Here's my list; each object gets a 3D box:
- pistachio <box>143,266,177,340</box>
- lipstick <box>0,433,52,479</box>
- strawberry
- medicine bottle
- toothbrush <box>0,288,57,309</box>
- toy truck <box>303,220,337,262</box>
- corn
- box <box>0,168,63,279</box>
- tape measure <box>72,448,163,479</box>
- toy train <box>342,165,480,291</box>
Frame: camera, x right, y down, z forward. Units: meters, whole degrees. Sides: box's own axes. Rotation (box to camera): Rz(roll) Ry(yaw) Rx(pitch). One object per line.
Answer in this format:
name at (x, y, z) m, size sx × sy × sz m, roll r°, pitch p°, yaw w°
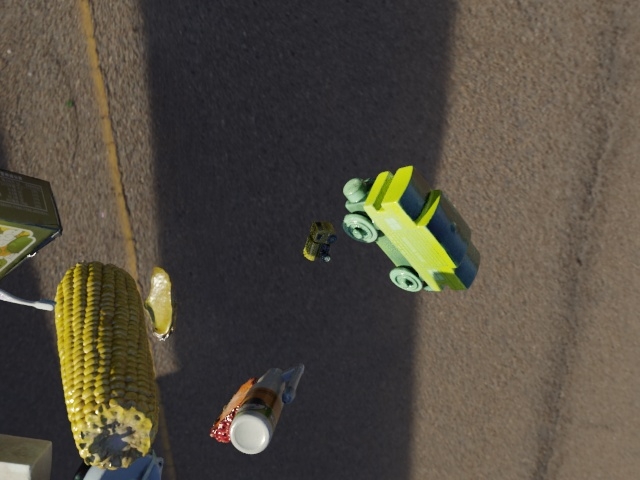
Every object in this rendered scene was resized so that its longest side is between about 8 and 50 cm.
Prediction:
pistachio at (-0.370, 0.149, 1.517) m, size 0.089 × 0.049 × 0.173 m, roll -7°, pitch 82°, yaw 25°
lipstick at (-0.581, 0.311, 0.919) m, size 0.371 × 0.076 × 0.080 m, roll 8°, pitch 101°, yaw -1°
strawberry at (-0.185, 0.450, 1.675) m, size 0.111 × 0.236 × 0.190 m, roll 40°, pitch 59°, yaw -1°
medicine bottle at (-0.075, 0.245, 1.006) m, size 0.092 × 0.221 × 0.061 m, roll -27°, pitch 96°, yaw 9°
toothbrush at (-0.321, 0.050, 0.625) m, size 0.131 × 0.013 × 0.011 m, roll 13°, pitch 109°, yaw -5°
toy truck at (0.000, 0.000, 1.357) m, size 0.054 × 0.049 × 0.083 m, roll 4°, pitch 124°, yaw -21°
corn at (-0.332, 0.168, 1.004) m, size 0.144 × 0.387 × 0.144 m, roll -14°, pitch 128°, yaw -18°
box at (-0.774, -0.011, 1.203) m, size 0.373 × 0.138 × 0.420 m, roll -31°, pitch 156°, yaw 22°
tape measure at (-0.407, 0.502, 1.306) m, size 0.181 × 0.107 × 0.182 m, roll 15°, pitch 85°, yaw -53°
toy train at (0.255, -0.018, 1.763) m, size 0.442 × 0.272 × 0.179 m, roll 47°, pitch 55°, yaw -30°
